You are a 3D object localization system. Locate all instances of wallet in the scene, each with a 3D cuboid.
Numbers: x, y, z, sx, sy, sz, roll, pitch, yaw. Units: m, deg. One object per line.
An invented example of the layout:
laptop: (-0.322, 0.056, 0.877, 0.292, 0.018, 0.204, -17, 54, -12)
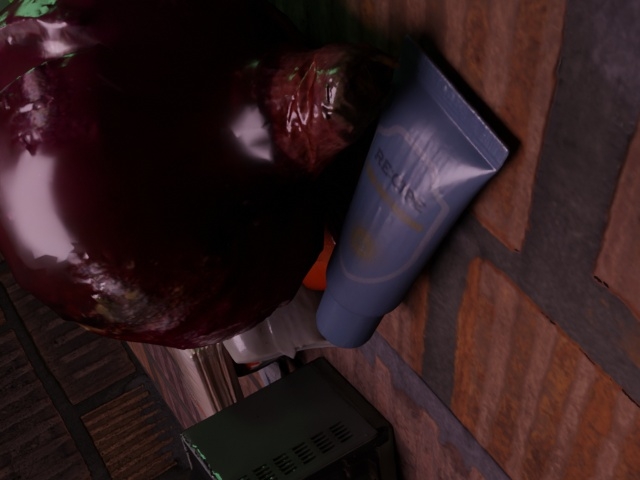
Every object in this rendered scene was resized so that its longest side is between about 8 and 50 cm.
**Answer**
wallet: (0.000, 0.000, 1.104, 0.142, 0.045, 0.204, 64, 160, -9)

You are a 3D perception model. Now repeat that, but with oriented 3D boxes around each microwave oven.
microwave oven: (-0.025, 0.413, 1.377, 0.218, 0.286, 0.355, 38, 146, 45)

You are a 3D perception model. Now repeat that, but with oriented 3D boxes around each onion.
onion: (-0.092, -0.108, 0.855, 0.420, 0.398, 0.398, -17, 104, 31)

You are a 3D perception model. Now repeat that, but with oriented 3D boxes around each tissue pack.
tissue pack: (-0.188, 0.198, 1.437, 0.170, 0.071, 0.325, 52, 162, 34)
tissue pack: (-0.077, 0.279, 1.689, 0.122, 0.026, 0.193, 31, 144, 56)

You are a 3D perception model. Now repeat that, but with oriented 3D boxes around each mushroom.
mushroom: (-0.098, 0.019, 1.255, 0.328, 0.159, 0.122, 68, 156, 10)

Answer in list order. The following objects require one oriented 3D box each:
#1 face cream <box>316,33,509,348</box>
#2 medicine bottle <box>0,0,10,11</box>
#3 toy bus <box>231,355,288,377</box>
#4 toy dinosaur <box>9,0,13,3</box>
face cream: (0.067, -0.013, 0.866, 0.135, 0.086, 0.385, 54, 150, 22)
medicine bottle: (-0.660, -0.388, 1.975, 0.208, 0.208, 0.339, 55, 159, 19)
toy bus: (-0.094, 0.142, 1.411, 0.121, 0.120, 0.265, 59, 161, 4)
toy dinosaur: (-0.496, -0.551, 1.543, 0.374, 0.144, 0.500, 11, 130, 50)
